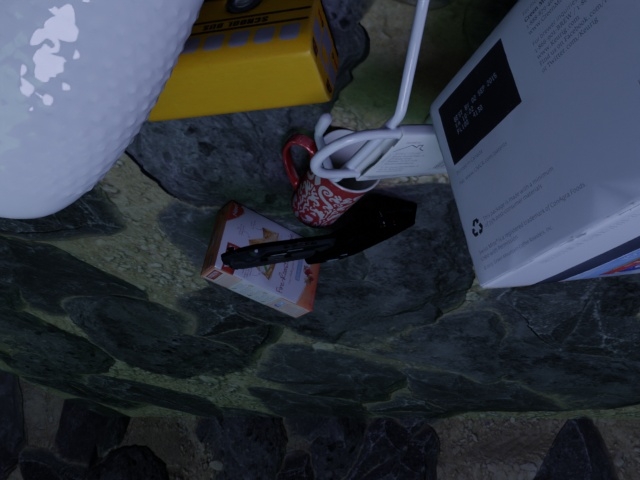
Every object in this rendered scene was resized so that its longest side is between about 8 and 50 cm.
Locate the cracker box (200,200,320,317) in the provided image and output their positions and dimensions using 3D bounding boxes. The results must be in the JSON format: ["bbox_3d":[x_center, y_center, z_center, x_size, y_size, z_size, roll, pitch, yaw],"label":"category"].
[{"bbox_3d":[-0.113,0.041,1.227,0.232,0.155,0.067,27,144,-27],"label":"cracker box"}]

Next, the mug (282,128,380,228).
[{"bbox_3d":[0.009,-0.109,1.026,0.150,0.113,0.169,56,150,9],"label":"mug"}]

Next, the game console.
[{"bbox_3d":[0.000,0.000,1.070,0.361,0.044,0.213,-8,166,-44],"label":"game console"}]

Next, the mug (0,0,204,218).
[{"bbox_3d":[-0.319,-0.225,0.673,0.276,0.374,0.328,19,109,-32],"label":"mug"}]

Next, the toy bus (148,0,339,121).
[{"bbox_3d":[-0.148,-0.240,0.805,0.333,0.130,0.108,-2,147,18],"label":"toy bus"}]

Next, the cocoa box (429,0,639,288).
[{"bbox_3d":[0.298,-0.120,0.540,0.228,0.231,0.347,-3,159,-21],"label":"cocoa box"}]

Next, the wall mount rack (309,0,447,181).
[{"bbox_3d":[0.150,-0.182,0.758,0.350,0.130,0.304,-8,161,-30],"label":"wall mount rack"}]
